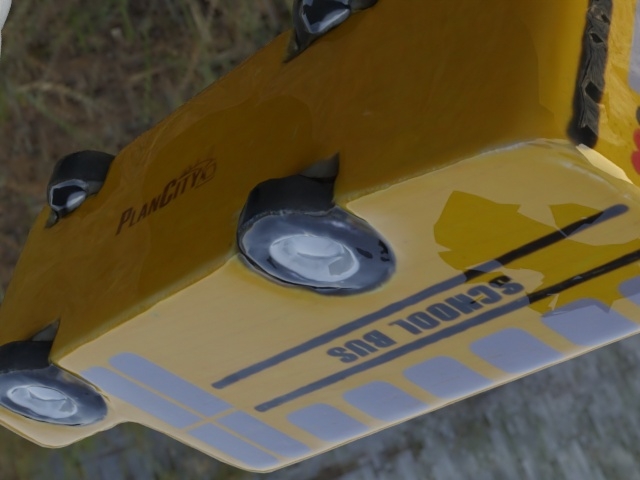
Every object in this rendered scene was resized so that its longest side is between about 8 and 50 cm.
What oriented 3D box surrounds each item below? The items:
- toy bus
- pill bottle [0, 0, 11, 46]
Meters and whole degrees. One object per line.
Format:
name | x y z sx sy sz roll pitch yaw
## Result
toy bus | 0.000 0.000 0.578 0.130 0.108 0.332 30 145 -26
pill bottle | -0.193 -0.070 0.594 0.131 0.229 0.131 2 117 4
